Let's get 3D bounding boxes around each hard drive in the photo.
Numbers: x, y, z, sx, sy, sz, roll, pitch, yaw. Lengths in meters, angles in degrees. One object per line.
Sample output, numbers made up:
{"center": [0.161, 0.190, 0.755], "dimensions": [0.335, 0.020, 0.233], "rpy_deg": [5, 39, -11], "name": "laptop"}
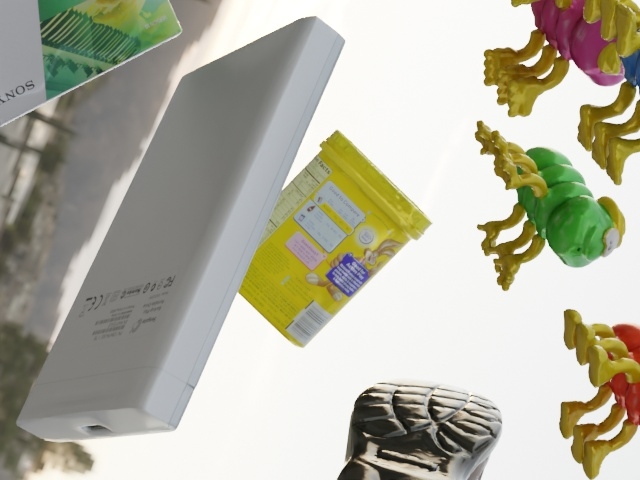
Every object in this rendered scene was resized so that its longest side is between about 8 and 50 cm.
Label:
{"center": [-0.116, -0.005, 1.313], "dimensions": [0.233, 0.047, 0.353], "rpy_deg": [-15, -133, 56], "name": "hard drive"}

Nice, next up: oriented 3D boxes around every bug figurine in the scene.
{"center": [0.143, -0.028, 0.777], "dimensions": [0.216, 0.072, 0.279], "rpy_deg": [-118, -162, -46], "name": "bug figurine"}

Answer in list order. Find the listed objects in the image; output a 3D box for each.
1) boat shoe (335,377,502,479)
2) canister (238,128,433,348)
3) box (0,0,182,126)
{"center": [0.063, 0.206, 1.263], "dimensions": [0.324, 0.122, 0.120], "rpy_deg": [-44, 147, -68], "name": "boat shoe"}
{"center": [0.000, 0.000, 1.474], "dimensions": [0.170, 0.126, 0.073], "rpy_deg": [-45, -176, 5], "name": "canister"}
{"center": [-0.276, -0.280, 1.386], "dimensions": [0.058, 0.322, 0.232], "rpy_deg": [-7, -159, 48], "name": "box"}
